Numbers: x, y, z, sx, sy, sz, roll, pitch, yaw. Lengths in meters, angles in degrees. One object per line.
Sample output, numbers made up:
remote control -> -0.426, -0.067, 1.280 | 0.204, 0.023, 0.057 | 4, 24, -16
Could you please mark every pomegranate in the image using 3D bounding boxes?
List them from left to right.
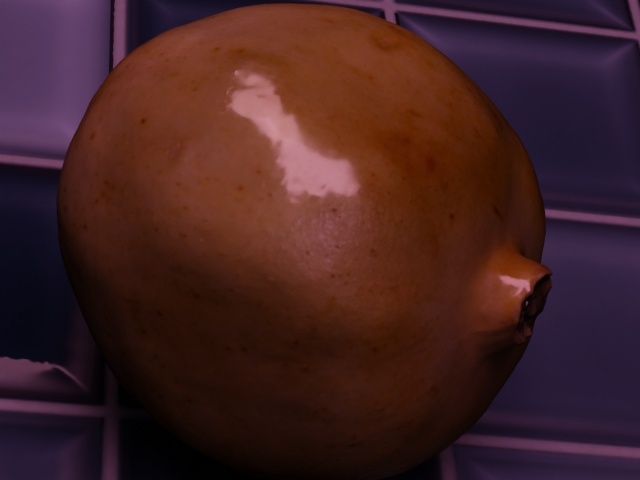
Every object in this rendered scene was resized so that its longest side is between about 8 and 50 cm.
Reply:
pomegranate -> -0.006, 0.000, 0.879 | 0.233, 0.233, 0.233 | 8, 46, -8
